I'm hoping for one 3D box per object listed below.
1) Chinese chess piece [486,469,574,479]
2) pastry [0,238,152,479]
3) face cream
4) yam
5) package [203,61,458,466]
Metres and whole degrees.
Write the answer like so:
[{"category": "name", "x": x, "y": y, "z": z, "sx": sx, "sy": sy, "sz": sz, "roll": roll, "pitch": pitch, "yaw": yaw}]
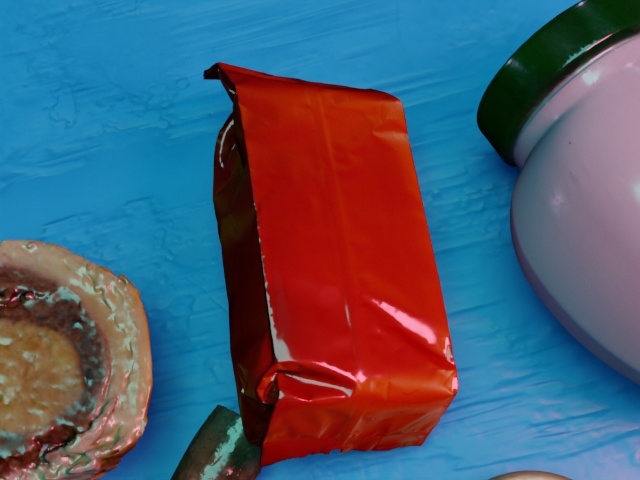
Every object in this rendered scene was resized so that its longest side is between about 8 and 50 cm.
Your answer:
[{"category": "Chinese chess piece", "x": 0.194, "y": 0.305, "z": 0.917, "sx": 0.188, "sy": 0.083, "sz": 0.188, "roll": -1, "pitch": 69, "yaw": 3}, {"category": "pastry", "x": -0.291, "y": 0.137, "z": 0.998, "sx": 0.236, "sy": 0.170, "sz": 0.256, "roll": -6, "pitch": 59, "yaw": -17}, {"category": "face cream", "x": 0.330, "y": -0.043, "z": 0.946, "sx": 0.312, "sy": 0.219, "sz": 0.357, "roll": -31, "pitch": 69, "yaw": -4}, {"category": "yam", "x": -0.104, "y": 0.233, "z": 0.978, "sx": 0.084, "sy": 0.084, "sz": 0.127, "roll": 28, "pitch": 72, "yaw": 16}, {"category": "package", "x": 0.000, "y": 0.001, "z": 0.996, "sx": 0.196, "sy": 0.123, "sz": 0.424, "roll": 2, "pitch": 67, "yaw": -24}]
